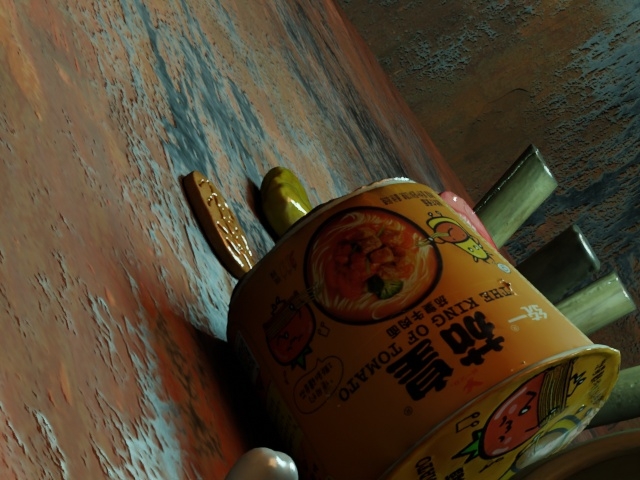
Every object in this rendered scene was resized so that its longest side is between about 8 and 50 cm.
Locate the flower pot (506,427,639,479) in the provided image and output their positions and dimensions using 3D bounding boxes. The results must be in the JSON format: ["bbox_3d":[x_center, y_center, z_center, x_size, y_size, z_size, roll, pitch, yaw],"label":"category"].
[{"bbox_3d":[0.196,0.271,0.897,0.244,0.307,0.307,81,-16,-65],"label":"flower pot"}]

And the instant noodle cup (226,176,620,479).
[{"bbox_3d":[0.052,0.077,0.993,0.172,0.216,0.216,53,6,25],"label":"instant noodle cup"}]

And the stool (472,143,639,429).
[{"bbox_3d":[0.247,0.096,1.866,0.310,0.226,0.310,54,12,-26],"label":"stool"}]

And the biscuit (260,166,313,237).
[{"bbox_3d":[0.000,0.000,1.433,0.183,0.039,0.174,56,11,-25],"label":"biscuit"}]

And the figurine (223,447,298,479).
[{"bbox_3d":[0.004,0.180,0.629,0.265,0.193,0.140,19,-57,59],"label":"figurine"}]

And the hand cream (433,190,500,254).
[{"bbox_3d":[0.083,0.066,1.293,0.193,0.125,0.193,54,22,-35],"label":"hand cream"}]

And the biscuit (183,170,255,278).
[{"bbox_3d":[-0.070,-0.011,1.169,0.091,0.015,0.078,63,10,20],"label":"biscuit"}]
